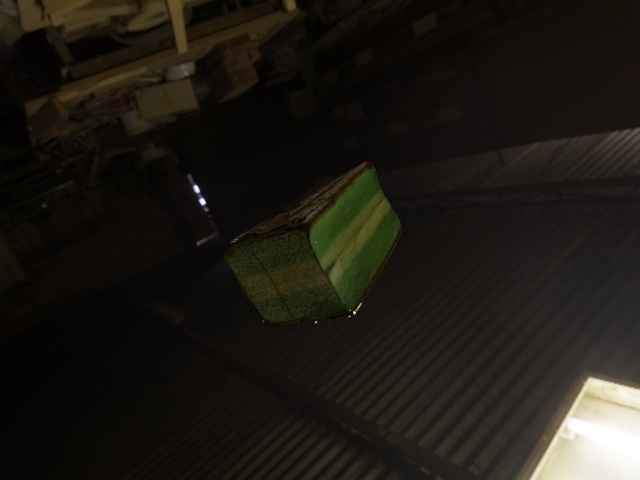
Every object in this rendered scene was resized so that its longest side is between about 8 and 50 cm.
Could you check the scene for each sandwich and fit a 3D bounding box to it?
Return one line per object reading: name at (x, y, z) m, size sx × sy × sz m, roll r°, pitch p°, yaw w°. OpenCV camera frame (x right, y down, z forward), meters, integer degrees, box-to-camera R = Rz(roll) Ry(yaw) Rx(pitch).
sandwich at (0.000, 0.000, 0.370) m, size 0.074 × 0.074 × 0.116 m, roll -15°, pitch -159°, yaw 35°
